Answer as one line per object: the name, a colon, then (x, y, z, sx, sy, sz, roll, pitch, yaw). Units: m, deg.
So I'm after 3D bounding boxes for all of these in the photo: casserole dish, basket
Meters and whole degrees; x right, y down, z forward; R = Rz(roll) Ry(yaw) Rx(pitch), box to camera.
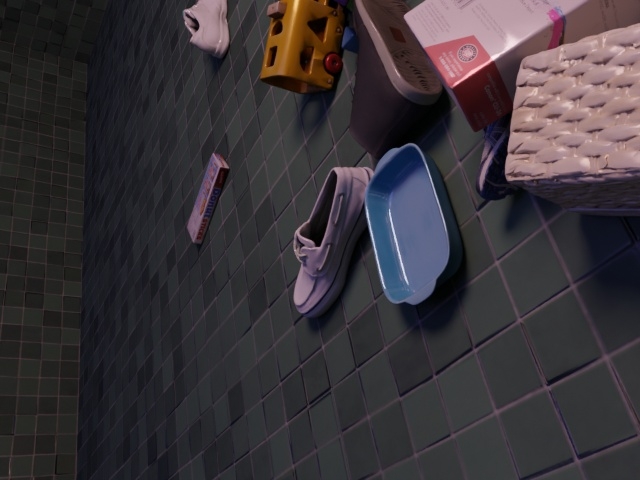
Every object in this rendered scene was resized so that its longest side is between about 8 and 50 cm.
casserole dish: (0.102, -0.017, 0.692, 0.114, 0.037, 0.188, -46, 44, 45)
basket: (0.223, -0.081, 0.440, 0.167, 0.103, 0.113, 2, 82, 60)

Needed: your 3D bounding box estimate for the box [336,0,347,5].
box: (0.045, -0.468, 0.837, 0.201, 0.057, 0.293, -53, 29, 34)

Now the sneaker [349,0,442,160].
sneaker: (0.064, -0.209, 0.765, 0.118, 0.083, 0.222, -55, 36, 44)

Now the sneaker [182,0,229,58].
sneaker: (-0.255, -0.488, 1.367, 0.080, 0.094, 0.212, -52, 40, 41)

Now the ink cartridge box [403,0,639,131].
ink cartridge box: (0.184, -0.195, 0.529, 0.198, 0.067, 0.115, -31, 50, 15)

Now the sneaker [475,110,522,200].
sneaker: (0.176, -0.102, 0.587, 0.135, 0.052, 0.058, -67, 25, 6)

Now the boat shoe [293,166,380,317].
boat shoe: (0.000, 0.000, 0.818, 0.083, 0.075, 0.226, 53, 126, 51)

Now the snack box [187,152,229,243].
snack box: (-0.230, -0.084, 1.281, 0.178, 0.022, 0.064, -66, 33, 24)

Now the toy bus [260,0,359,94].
toy bus: (-0.025, -0.316, 0.923, 0.191, 0.104, 0.202, -53, 41, 38)
